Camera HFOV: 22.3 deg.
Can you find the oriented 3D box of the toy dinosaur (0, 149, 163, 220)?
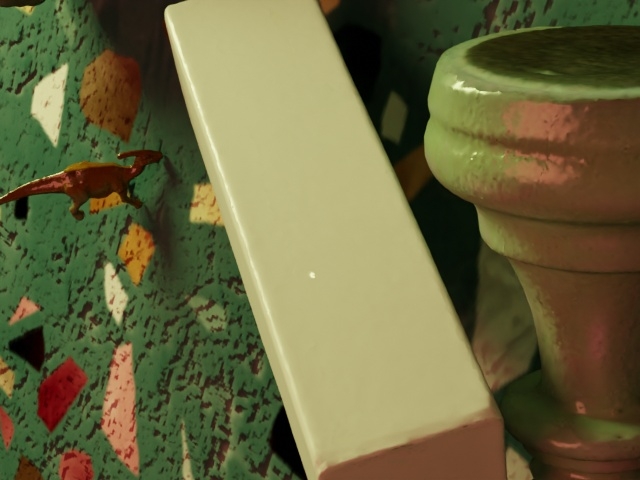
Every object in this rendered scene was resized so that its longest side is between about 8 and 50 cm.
[{"bbox_3d":[-0.146,-0.031,0.983,0.113,0.041,0.026,-17,57,9],"label":"toy dinosaur"}]

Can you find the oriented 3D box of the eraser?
[{"bbox_3d":[0.000,0.000,0.733,0.078,0.076,0.298,80,172,-46],"label":"eraser"}]

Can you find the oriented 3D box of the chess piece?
[{"bbox_3d":[0.115,0.055,0.671,0.139,0.139,0.271,18,118,47],"label":"chess piece"}]

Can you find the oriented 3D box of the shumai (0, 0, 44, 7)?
[{"bbox_3d":[-0.151,-0.276,0.946,0.272,0.203,0.222,-28,70,9],"label":"shumai"}]
